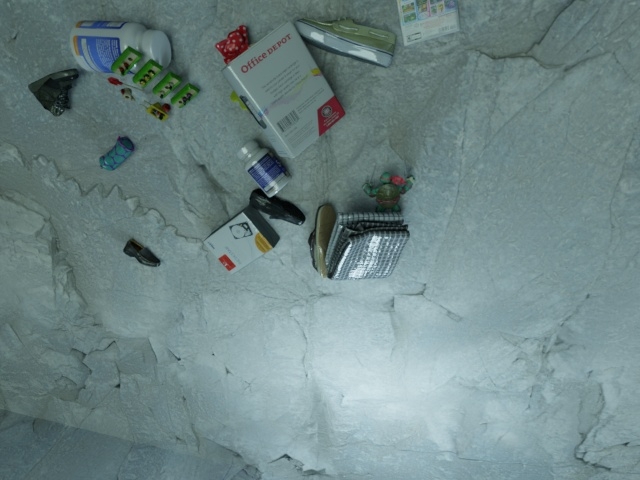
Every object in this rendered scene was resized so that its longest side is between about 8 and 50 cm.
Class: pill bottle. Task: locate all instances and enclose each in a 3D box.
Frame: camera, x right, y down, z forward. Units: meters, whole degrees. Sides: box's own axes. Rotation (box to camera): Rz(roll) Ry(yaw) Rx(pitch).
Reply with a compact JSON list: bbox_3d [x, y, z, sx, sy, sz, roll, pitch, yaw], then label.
[{"bbox_3d":[-0.626,-0.610,1.298,0.271,0.152,0.152,8,119,10],"label":"pill bottle"},{"bbox_3d":[-0.197,-0.252,1.408,0.112,0.112,0.187,-34,106,27],"label":"pill bottle"}]

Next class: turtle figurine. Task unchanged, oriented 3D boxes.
[{"bbox_3d":[0.221,-0.155,1.361,0.175,0.118,0.234,4,126,16],"label":"turtle figurine"}]

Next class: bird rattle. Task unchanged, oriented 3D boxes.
[{"bbox_3d":[-0.198,-0.536,1.278,0.206,0.143,0.254,-7,103,4],"label":"bird rattle"}]

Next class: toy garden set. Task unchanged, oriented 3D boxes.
[{"bbox_3d":[-0.555,-0.483,1.323,0.203,0.049,0.244,-21,152,35],"label":"toy garden set"}]

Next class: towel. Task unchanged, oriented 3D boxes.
[{"bbox_3d":[0.153,0.031,1.387,0.234,0.121,0.284,0,142,-13],"label":"towel"}]

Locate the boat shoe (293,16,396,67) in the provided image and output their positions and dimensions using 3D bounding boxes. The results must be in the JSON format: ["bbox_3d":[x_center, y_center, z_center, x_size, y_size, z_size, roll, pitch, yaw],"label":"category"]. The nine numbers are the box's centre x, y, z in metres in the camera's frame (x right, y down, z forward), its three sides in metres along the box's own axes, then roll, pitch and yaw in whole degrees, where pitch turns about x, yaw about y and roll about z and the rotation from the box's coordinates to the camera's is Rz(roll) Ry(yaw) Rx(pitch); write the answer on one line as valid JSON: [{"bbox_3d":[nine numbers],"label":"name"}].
[{"bbox_3d":[0.071,-0.589,1.180,0.302,0.109,0.094,16,105,-5],"label":"boat shoe"}]

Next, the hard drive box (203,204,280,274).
[{"bbox_3d":[-0.304,-0.001,1.582,0.232,0.089,0.181,-32,106,27],"label":"hard drive box"}]

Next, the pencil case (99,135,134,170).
[{"bbox_3d":[-0.767,-0.324,1.536,0.151,0.065,0.070,-31,123,25],"label":"pencil case"}]

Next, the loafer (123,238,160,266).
[{"bbox_3d":[-0.757,0.056,1.742,0.170,0.062,0.061,27,116,-3],"label":"loafer"}]

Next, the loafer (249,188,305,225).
[{"bbox_3d":[-0.159,-0.111,1.499,0.223,0.076,0.078,27,126,4],"label":"loafer"}]

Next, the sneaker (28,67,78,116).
[{"bbox_3d":[-0.921,-0.527,1.455,0.227,0.087,0.130,-13,116,23],"label":"sneaker"}]

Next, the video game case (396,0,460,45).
[{"bbox_3d":[0.297,-0.637,1.134,0.157,0.019,0.143,-8,115,19],"label":"video game case"}]

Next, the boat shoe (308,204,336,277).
[{"bbox_3d":[0.000,0.000,1.505,0.092,0.102,0.285,22,126,40],"label":"boat shoe"}]

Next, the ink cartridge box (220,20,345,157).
[{"bbox_3d":[-0.104,-0.431,1.199,0.226,0.131,0.306,-41,115,-11],"label":"ink cartridge box"}]
